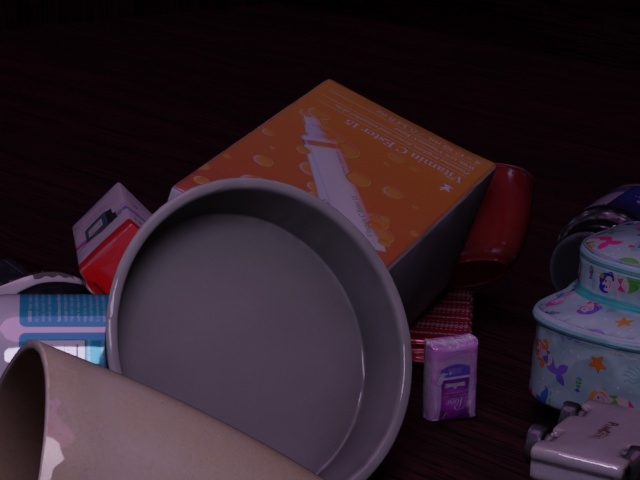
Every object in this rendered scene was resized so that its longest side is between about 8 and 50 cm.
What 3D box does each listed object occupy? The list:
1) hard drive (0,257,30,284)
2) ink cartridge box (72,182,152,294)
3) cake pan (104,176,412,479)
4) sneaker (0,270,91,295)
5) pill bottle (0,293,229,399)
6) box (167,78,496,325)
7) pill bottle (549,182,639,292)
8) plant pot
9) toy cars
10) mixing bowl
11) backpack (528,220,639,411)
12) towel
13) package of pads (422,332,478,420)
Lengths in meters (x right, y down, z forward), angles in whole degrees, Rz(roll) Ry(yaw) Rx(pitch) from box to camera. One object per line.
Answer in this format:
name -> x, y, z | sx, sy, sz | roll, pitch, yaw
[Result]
hard drive -> -0.477, 0.067, 1.951 | 0.339, 0.064, 0.237 | -6, 18, -31
ink cartridge box -> -0.186, 0.035, 1.964 | 0.134, 0.078, 0.231 | 46, 4, -19
cake pan -> -0.057, 0.093, 1.592 | 0.293, 0.293, 0.054 | -7, -10, -31
sneaker -> -0.307, 0.112, 1.813 | 0.283, 0.107, 0.124 | -6, 44, -48
pill bottle -> -0.217, 0.119, 1.655 | 0.264, 0.146, 0.146 | 1, 16, -9
box -> 0.000, 0.000, 1.882 | 0.215, 0.168, 0.345 | 28, 32, 14
pill bottle -> 0.347, 0.011, 2.185 | 0.123, 0.122, 0.219 | 10, 17, 23
plant pot -> -0.088, 0.222, 1.206 | 0.274, 0.256, 0.256 | 16, 11, -19
toy cars -> 0.270, 0.221, 1.505 | 0.176, 0.087, 0.394 | 3, 12, -18
mixing bowl -> 0.160, -0.007, 2.088 | 0.181, 0.098, 0.181 | -7, -20, -3
backpack -> 0.327, 0.091, 1.804 | 0.225, 0.191, 0.253 | 16, 25, 36
towel -> 0.070, 0.081, 2.056 | 0.199, 0.031, 0.275 | 4, 15, 5
package of pads -> 0.124, 0.131, 1.787 | 0.050, 0.083, 0.032 | -5, 22, -16
